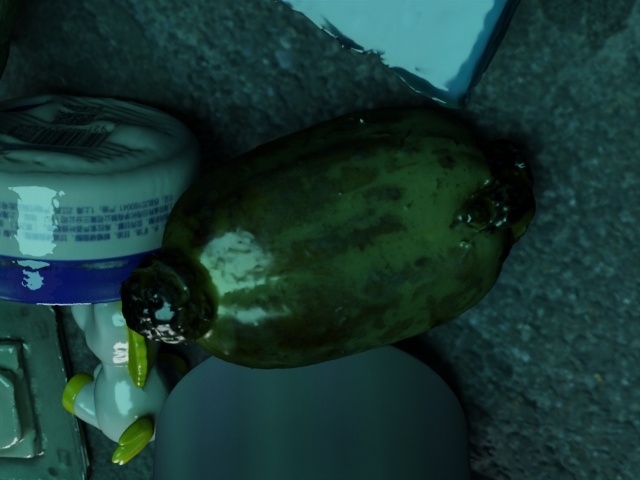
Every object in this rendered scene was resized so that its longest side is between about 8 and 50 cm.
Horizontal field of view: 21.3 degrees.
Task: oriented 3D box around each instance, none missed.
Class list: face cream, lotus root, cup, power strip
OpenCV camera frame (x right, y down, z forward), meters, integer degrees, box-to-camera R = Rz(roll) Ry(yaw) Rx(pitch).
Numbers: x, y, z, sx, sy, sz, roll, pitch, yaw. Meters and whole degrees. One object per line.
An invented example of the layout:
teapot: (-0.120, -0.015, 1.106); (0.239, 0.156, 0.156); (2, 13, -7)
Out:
face cream: (-0.192, -0.038, 1.283); (0.206, 0.206, 0.111); (7, 110, 14)
lotus root: (0.000, 0.000, 1.229); (0.309, 0.173, 0.173); (-16, 112, -17)
cup: (-0.008, 0.268, 1.253); (0.253, 0.371, 0.253); (0, 131, 0)
power strip: (-0.317, 0.138, 1.481); (0.213, 0.064, 0.198); (-2, 114, 17)

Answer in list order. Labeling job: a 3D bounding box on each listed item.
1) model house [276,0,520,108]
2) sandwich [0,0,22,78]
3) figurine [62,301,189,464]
model house: (0.062, -0.271, 1.104); (0.237, 0.215, 0.303); (29, 115, 4)
sandwich: (-0.246, -0.210, 1.216); (0.087, 0.226, 0.251); (20, 120, -4)
figurine: (-0.156, 0.083, 1.374); (0.109, 0.129, 0.178); (-5, 111, -12)
